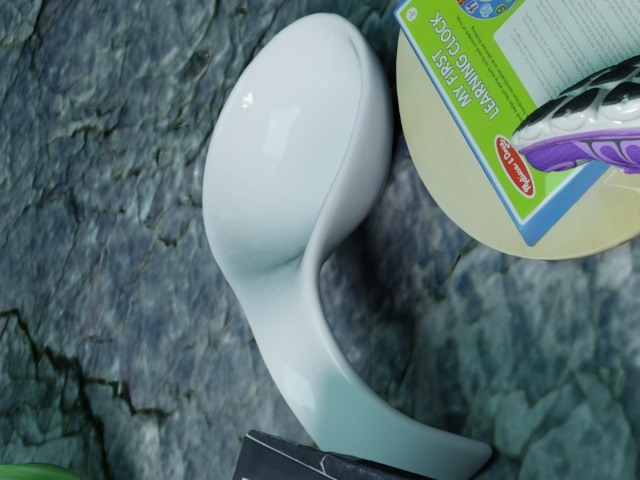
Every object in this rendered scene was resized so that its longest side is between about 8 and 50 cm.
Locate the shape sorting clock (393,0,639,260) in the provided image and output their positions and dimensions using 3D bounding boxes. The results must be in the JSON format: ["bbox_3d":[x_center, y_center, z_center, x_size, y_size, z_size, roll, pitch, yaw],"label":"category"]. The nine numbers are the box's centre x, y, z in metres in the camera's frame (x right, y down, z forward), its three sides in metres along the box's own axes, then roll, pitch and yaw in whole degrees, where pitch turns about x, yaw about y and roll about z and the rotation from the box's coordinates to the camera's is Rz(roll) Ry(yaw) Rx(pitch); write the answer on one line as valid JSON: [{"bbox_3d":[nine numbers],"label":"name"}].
[{"bbox_3d":[0.112,-0.093,0.828,0.206,0.040,0.206,-12,72,42],"label":"shape sorting clock"}]

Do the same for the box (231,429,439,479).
[{"bbox_3d":[0.031,0.218,0.714,0.163,0.142,0.247,10,82,54],"label":"box"}]

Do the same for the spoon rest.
[{"bbox_3d":[0.000,0.000,0.894,0.137,0.084,0.276,-46,45,29],"label":"spoon rest"}]

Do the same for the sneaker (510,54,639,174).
[{"bbox_3d":[0.150,-0.035,0.723,0.170,0.068,0.071,1,114,41],"label":"sneaker"}]

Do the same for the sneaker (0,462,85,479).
[{"bbox_3d":[-0.281,0.322,1.007,0.185,0.202,0.482,35,102,52],"label":"sneaker"}]
